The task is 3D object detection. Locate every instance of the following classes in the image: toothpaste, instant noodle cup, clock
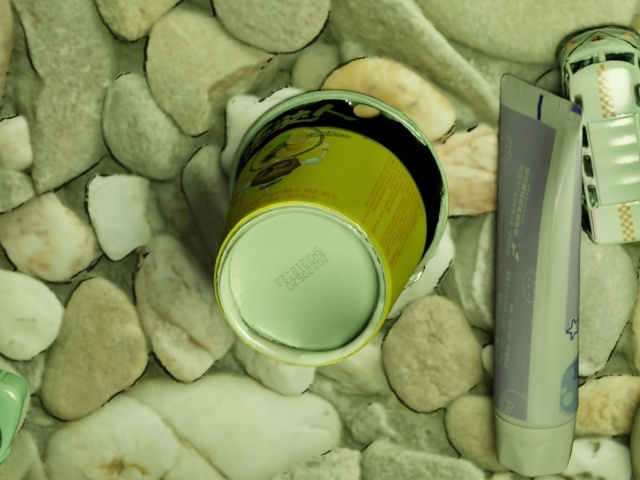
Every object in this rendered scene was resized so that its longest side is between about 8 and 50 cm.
[{"bbox_3d":[0.197,0.039,1.616,0.080,0.125,0.371,-14,115,-24],"label":"toothpaste"},{"bbox_3d":[0.000,0.000,1.554,0.216,0.236,0.215,3,112,8],"label":"instant noodle cup"},{"bbox_3d":[-0.354,0.188,1.771,0.101,0.041,0.135,17,113,0],"label":"clock"}]

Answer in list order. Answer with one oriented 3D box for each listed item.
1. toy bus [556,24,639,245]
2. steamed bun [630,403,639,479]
[{"bbox_3d":[0.261,-0.089,1.564,0.087,0.089,0.194,-8,108,10],"label":"toy bus"},{"bbox_3d":[0.404,0.205,1.626,0.232,0.145,0.231,3,111,7],"label":"steamed bun"}]
